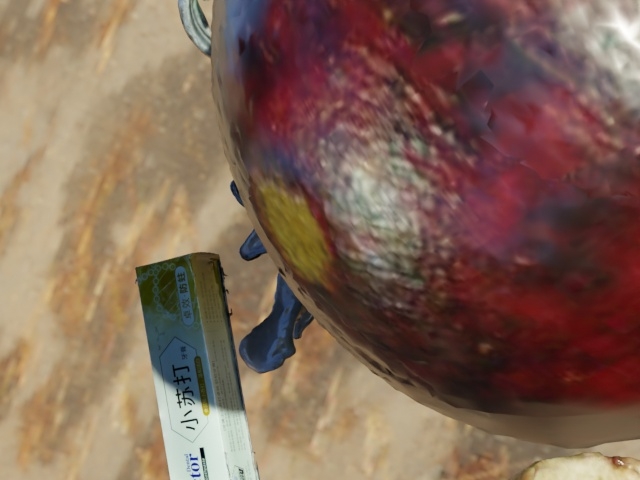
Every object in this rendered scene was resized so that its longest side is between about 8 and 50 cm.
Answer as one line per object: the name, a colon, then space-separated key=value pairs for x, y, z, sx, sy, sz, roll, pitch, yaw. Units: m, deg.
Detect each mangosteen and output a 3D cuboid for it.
mangosteen: x=0.100 y=-0.092 z=0.615 sx=0.306 sy=0.306 sz=0.359 roll=-55 pitch=36 yaw=20

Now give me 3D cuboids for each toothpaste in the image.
toothpaste: x=-0.141 y=0.174 z=1.884 sx=0.089 sy=0.071 sz=0.313 roll=-13 pitch=83 yaw=25

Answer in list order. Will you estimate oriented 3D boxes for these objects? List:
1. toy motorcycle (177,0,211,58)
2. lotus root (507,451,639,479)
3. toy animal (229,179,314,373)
toy motorcycle: x=0.065 y=-0.153 z=1.014 sx=0.296 sy=0.198 sz=0.109 roll=-18 pitch=24 yaw=10
lotus root: x=0.265 y=0.267 z=1.365 sx=0.074 sy=0.260 sz=0.170 roll=-58 pitch=8 yaw=46
toy animal: x=-0.002 y=-0.007 z=0.977 sx=0.202 sy=0.070 sz=0.105 roll=-54 pitch=-32 yaw=-61
